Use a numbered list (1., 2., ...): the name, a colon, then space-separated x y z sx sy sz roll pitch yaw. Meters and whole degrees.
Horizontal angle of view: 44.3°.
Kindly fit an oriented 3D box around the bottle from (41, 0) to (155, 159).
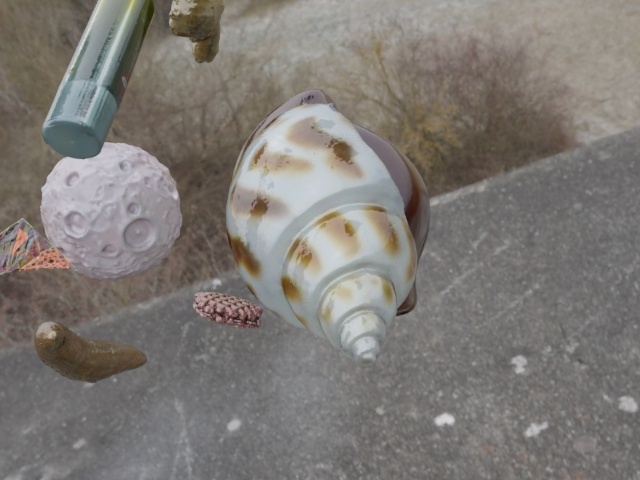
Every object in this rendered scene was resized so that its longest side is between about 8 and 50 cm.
1. bottle: -0.301 -0.240 1.084 0.082 0.082 0.286 -12 49 27

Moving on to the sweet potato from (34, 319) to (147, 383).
1. sweet potato: -0.472 0.235 1.575 0.114 0.341 0.092 -31 65 7

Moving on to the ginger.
1. ginger: -0.199 -0.343 1.260 0.067 0.165 0.096 36 57 24

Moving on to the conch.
1. conch: 0.000 0.000 0.716 0.149 0.183 0.275 -32 49 -21

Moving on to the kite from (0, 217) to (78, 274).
1. kite: -0.474 0.009 1.215 0.222 0.008 0.125 -5 45 2

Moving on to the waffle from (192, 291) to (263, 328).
1. waffle: -0.110 0.080 0.913 0.083 0.029 0.075 11 6 -28

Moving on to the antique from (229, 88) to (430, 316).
1. antique: 0.008 -0.032 0.882 0.223 0.278 0.129 -19 -12 16

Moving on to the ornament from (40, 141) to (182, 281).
1. ornament: -0.378 -0.052 1.445 0.259 0.259 0.225 -37 42 -19
